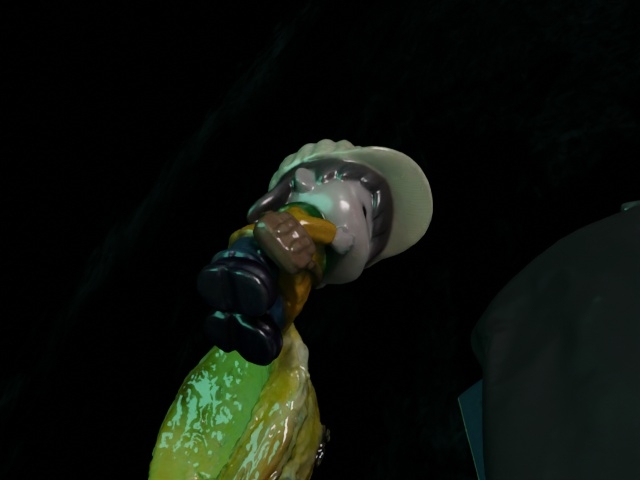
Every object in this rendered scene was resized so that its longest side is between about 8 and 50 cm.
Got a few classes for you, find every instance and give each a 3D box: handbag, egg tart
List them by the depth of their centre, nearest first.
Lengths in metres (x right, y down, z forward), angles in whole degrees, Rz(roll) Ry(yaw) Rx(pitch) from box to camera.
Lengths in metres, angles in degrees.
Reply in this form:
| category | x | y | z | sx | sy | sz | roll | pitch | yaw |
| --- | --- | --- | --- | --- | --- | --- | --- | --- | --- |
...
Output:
| category | x | y | z | sx | sy | sz | roll | pitch | yaw |
| --- | --- | --- | --- | --- | --- | --- | --- | --- | --- |
| handbag | 0.188 | 0.082 | 0.480 | 0.191 | 0.075 | 0.332 | -41 | 12 | 22 |
| egg tart | -0.091 | 0.237 | 0.883 | 0.315 | 0.120 | 0.315 | -41 | 28 | 28 |

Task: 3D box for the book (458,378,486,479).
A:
| category | x | y | z | sx | sy | sz | roll | pitch | yaw |
| --- | --- | --- | --- | --- | --- | --- | --- | --- | --- |
| book | 0.223 | 0.122 | 0.549 | 0.269 | 0.025 | 0.191 | -44 | 29 | 26 |

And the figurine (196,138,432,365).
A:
| category | x | y | z | sx | sy | sz | roll | pitch | yaw |
| --- | --- | --- | --- | --- | --- | --- | --- | --- | --- |
| figurine | -0.028 | -0.004 | 0.874 | 0.204 | 0.185 | 0.332 | 23 | 39 | 37 |
